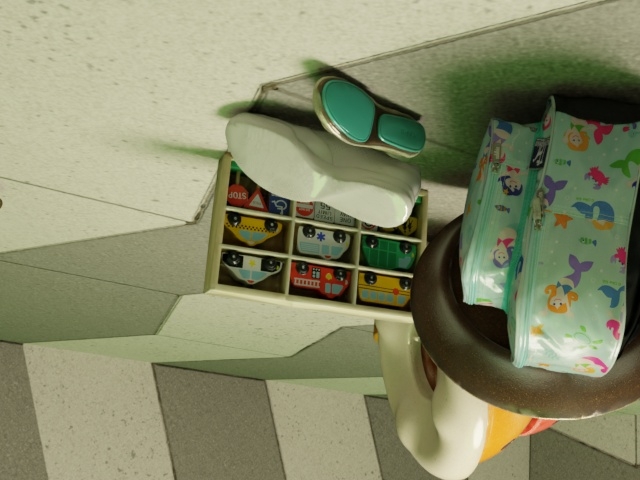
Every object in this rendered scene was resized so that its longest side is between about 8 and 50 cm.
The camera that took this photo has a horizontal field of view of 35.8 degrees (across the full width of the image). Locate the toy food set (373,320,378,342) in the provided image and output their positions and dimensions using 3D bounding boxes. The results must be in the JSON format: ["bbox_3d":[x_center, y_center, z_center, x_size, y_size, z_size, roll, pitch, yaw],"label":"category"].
[{"bbox_3d":[0.198,0.102,1.706,0.111,0.104,0.232,27,138,-26],"label":"toy food set"}]

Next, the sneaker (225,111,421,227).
[{"bbox_3d":[0.005,-0.088,1.048,0.212,0.094,0.080,24,136,3],"label":"sneaker"}]

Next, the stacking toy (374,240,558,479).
[{"bbox_3d":[0.349,0.150,1.493,0.480,0.350,0.350,-7,168,-14],"label":"stacking toy"}]

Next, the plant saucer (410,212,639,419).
[{"bbox_3d":[0.256,0.053,1.112,0.311,0.310,0.050,2,141,7],"label":"plant saucer"}]

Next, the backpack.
[{"bbox_3d":[0.232,0.004,0.971,0.191,0.253,0.225,2,165,8],"label":"backpack"}]

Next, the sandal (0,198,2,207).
[{"bbox_3d":[-0.540,-0.050,1.345,0.219,0.060,0.090,4,165,0],"label":"sandal"}]

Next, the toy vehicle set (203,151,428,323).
[{"bbox_3d":[0.000,0.000,1.187,0.267,0.166,0.035,9,164,-19],"label":"toy vehicle set"}]

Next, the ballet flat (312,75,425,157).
[{"bbox_3d":[0.037,-0.114,0.973,0.052,0.057,0.168,3,168,43],"label":"ballet flat"}]
